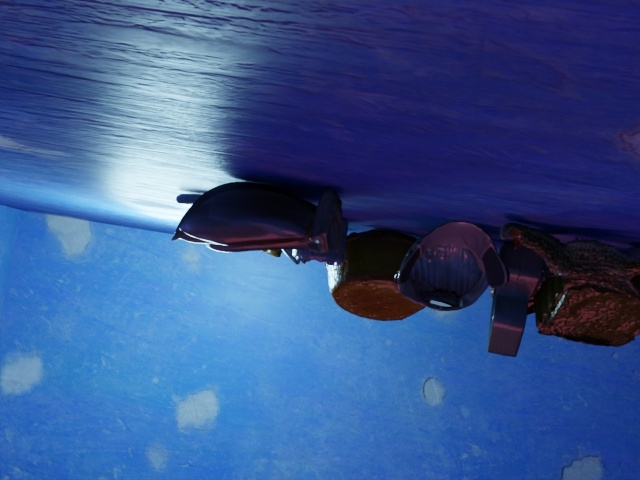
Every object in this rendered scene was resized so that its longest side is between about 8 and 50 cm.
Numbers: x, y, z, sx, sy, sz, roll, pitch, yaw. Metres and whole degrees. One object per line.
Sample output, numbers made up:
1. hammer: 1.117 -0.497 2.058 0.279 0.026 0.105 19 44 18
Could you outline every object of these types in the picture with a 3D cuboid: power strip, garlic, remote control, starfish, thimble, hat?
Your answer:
1. power strip: 0.433 0.115 1.506 0.141 0.230 0.261 9 142 14
2. garlic: -0.101 -0.037 1.186 0.324 0.132 0.279 5 174 18
3. remote control: -0.265 -0.090 1.483 0.162 0.029 0.061 5 175 39
4. starfish: 0.478 0.044 1.149 0.293 0.084 0.301 17 175 21
5. thimble: -0.002 0.000 1.528 0.127 0.118 0.151 7 175 -3
6. hat: 0.269 0.038 1.350 0.231 0.161 0.275 -2 151 3

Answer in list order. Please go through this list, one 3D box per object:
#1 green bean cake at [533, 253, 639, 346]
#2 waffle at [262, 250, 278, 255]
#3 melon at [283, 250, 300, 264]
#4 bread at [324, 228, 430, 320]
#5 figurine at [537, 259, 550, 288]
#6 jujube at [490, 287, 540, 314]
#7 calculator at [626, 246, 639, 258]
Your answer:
1. green bean cake: 0.594 0.122 1.364 0.223 0.131 0.230 9 140 -2
2. waffle: -0.183 -0.013 1.821 0.167 0.057 0.274 27 175 0
3. melon: -0.075 -0.028 1.679 0.139 0.093 0.202 38 -162 -16
4. bread: 0.157 0.092 1.669 0.311 0.173 0.312 5 148 3
5. figurine: 0.607 0.095 1.573 0.137 0.110 0.245 13 -178 -32
6. jujube: 0.586 0.134 1.805 0.168 0.168 0.236 10 169 -14
7. calculator: 0.748 0.058 1.175 0.386 0.055 0.256 16 173 -31
